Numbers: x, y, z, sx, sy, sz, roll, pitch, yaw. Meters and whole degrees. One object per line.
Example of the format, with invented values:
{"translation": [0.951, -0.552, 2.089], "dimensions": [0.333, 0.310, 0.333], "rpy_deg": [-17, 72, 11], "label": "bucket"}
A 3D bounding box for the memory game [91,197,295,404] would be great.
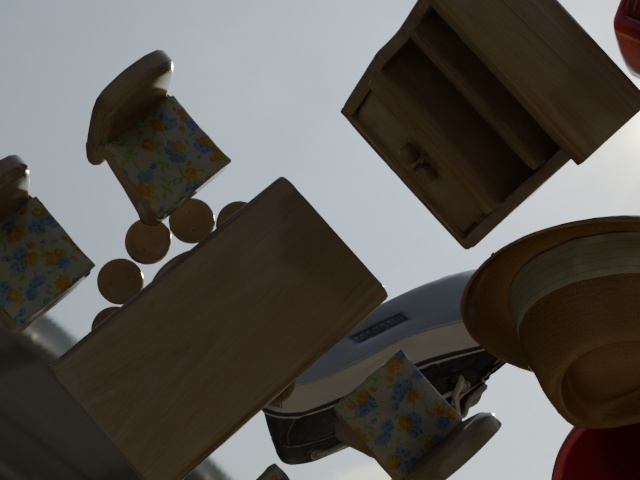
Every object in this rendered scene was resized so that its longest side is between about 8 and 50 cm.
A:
{"translation": [-0.088, 0.056, 1.233], "dimensions": [0.186, 0.186, 0.012], "rpy_deg": [-11, -11, -2], "label": "memory game"}

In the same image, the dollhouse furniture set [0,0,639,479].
{"translation": [0.000, 0.000, 1.103], "dimensions": [0.394, 0.362, 0.256], "rpy_deg": [-40, -5, -19], "label": "dollhouse furniture set"}

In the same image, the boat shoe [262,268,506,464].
{"translation": [0.094, 0.114, 1.403], "dimensions": [0.306, 0.113, 0.105], "rpy_deg": [-23, -65, -21], "label": "boat shoe"}

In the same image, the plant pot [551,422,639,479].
{"translation": [0.372, 0.187, 1.442], "dimensions": [0.275, 0.243, 0.275], "rpy_deg": [12, -60, 21], "label": "plant pot"}

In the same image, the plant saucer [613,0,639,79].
{"translation": [0.282, -0.202, 0.977], "dimensions": [0.047, 0.258, 0.259], "rpy_deg": [15, -77, -24], "label": "plant saucer"}

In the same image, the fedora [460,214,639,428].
{"translation": [0.177, 0.060, 0.962], "dimensions": [0.194, 0.079, 0.194], "rpy_deg": [1, -32, 1], "label": "fedora"}
